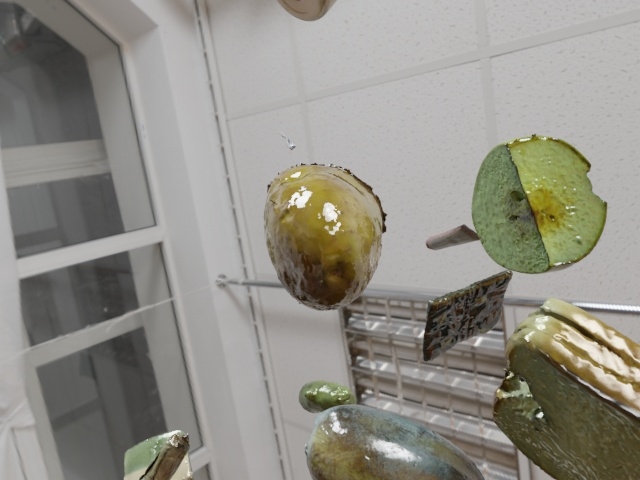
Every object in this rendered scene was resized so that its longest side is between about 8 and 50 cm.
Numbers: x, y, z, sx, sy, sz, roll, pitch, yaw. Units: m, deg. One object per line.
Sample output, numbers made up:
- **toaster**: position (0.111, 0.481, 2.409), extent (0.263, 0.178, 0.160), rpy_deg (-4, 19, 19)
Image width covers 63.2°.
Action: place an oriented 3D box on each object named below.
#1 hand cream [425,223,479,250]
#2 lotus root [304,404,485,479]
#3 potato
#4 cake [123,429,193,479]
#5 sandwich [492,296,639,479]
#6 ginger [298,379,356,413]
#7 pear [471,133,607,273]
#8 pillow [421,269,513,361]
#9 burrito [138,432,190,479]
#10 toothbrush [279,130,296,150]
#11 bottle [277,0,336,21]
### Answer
- **hand cream**: position (0.345, -0.007, 1.384), extent (0.067, 0.043, 0.210), rpy_deg (35, -19, -12)
- **lotus root**: position (0.136, 0.343, 0.777), extent (0.322, 0.158, 0.140), rpy_deg (17, -89, 8)
- **potato**: position (0.000, 0.000, 0.826), extent (0.229, 0.266, 0.229), rpy_deg (2, -71, 5)
- **cake**: position (-0.366, 0.644, 1.411), extent (0.172, 0.283, 0.158), rpy_deg (-33, -140, 8)
- **sandwich**: position (0.333, 0.218, 0.630), extent (0.249, 0.095, 0.273), rpy_deg (33, -29, 34)
- **ginger**: position (0.015, 0.392, 1.304), extent (0.137, 0.089, 0.290), rpy_deg (20, -21, 7)
- **pear**: position (0.440, -0.062, 1.100), extent (0.292, 0.159, 0.292), rpy_deg (166, -90, -74)
- **pillow**: position (0.342, 0.177, 1.228), extent (0.034, 0.256, 0.189), rpy_deg (44, -35, 45)
- **burrito**: position (-0.341, 0.489, 1.111), extent (0.188, 0.058, 0.045), rpy_deg (-54, -140, 0)
- **toothbrush**: position (-0.082, -0.237, 1.233), extent (0.014, 0.017, 0.162), rpy_deg (58, -1, -27)
- **bottle**: position (0.011, -0.592, 1.097), extent (0.148, 0.236, 0.147), rpy_deg (31, -20, 13)
